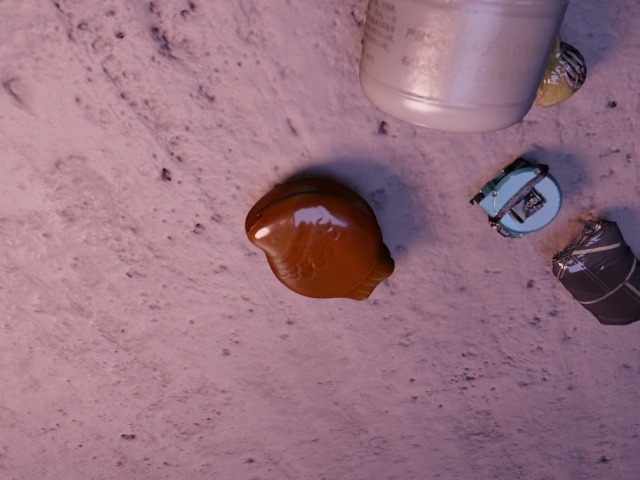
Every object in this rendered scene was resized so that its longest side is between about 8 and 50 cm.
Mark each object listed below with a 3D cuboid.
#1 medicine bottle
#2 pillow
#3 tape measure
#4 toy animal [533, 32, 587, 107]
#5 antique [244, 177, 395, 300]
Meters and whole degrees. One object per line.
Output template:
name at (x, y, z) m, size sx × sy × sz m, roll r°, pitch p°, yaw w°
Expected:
medicine bottle at (0.185, -0.317, 0.619) m, size 0.245 × 0.245 × 0.306 m, roll 2°, pitch 126°, yaw -7°
pillow at (0.609, 0.080, 1.035) m, size 0.335 × 0.092 × 0.161 m, roll 36°, pitch 111°, yaw -27°
tape measure at (0.370, -0.076, 0.907) m, size 0.125 × 0.081 × 0.146 m, roll 40°, pitch 112°, yaw -9°
toy animal at (0.366, -0.272, 0.758) m, size 0.098 × 0.098 × 0.137 m, roll -5°, pitch 144°, yaw -1°
antique at (0.000, 0.000, 0.901) m, size 0.278 × 0.129 × 0.223 m, roll 24°, pitch 120°, yaw -21°
